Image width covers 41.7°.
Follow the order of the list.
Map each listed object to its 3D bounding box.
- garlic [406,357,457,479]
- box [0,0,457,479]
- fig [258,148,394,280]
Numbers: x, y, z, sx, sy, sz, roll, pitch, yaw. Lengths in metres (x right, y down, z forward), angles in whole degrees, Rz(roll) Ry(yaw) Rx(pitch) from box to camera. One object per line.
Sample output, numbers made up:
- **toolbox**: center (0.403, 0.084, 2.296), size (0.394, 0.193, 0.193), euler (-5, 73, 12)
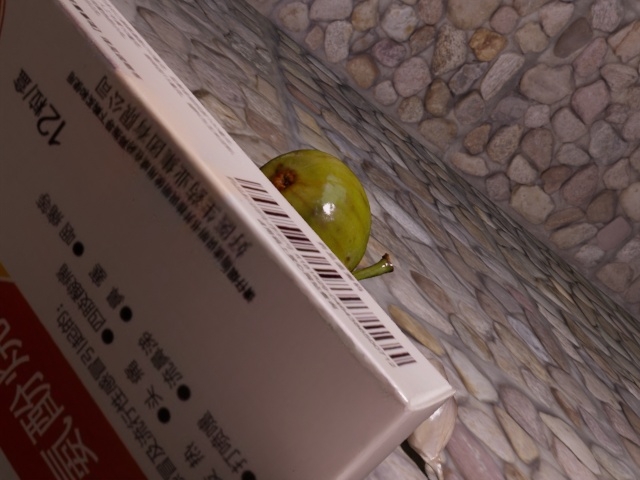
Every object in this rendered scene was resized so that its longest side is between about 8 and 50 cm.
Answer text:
- **garlic**: center (0.106, 0.159, 0.824), size (0.084, 0.066, 0.152), euler (43, 14, -4)
- **box**: center (-0.132, 0.010, 0.403), size (0.353, 0.214, 0.069), euler (49, 19, 21)
- **fig**: center (-0.011, -0.011, 0.902), size (0.142, 0.148, 0.186), euler (35, -27, 23)
